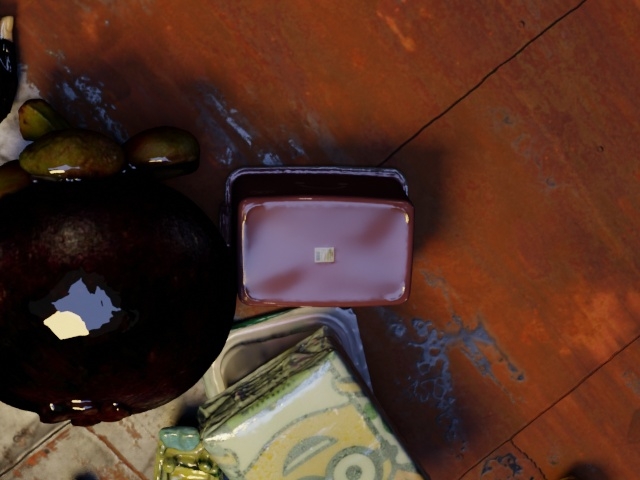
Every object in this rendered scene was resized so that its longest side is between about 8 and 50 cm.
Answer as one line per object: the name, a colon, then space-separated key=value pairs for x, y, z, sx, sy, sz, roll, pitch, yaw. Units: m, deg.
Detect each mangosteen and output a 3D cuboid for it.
mangosteen: x=-0.303 y=0.027 z=1.260 sx=0.382 sy=0.382 sz=0.435 roll=0 pitch=69 yaw=-6

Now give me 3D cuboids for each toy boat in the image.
toy boat: x=-0.206 y=0.400 z=1.476 sx=0.111 sy=0.084 sz=0.276 roll=-2 pitch=110 yaw=-2

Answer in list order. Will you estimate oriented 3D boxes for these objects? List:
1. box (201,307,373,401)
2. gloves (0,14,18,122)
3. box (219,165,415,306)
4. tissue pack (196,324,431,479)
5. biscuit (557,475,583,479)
box: x=-0.038 y=0.280 z=1.456 sx=0.264 sy=0.106 sz=0.337 roll=-14 pitch=104 yaw=-2
gloves: x=-0.493 y=-0.249 z=1.279 sx=0.164 sy=0.124 sz=0.203 roll=-15 pitch=114 yaw=-21
box: x=0.000 y=0.000 z=1.360 sx=0.294 sy=0.167 sz=0.193 roll=0 pitch=106 yaw=-6
tissue pack: x=0.001 y=0.315 z=1.351 sx=0.228 sy=0.128 sz=0.311 roll=-33 pitch=106 yaw=2
biscuit: x=0.273 y=0.539 z=1.572 sx=0.432 sy=0.064 sz=0.283 roll=-21 pitch=114 yaw=1
